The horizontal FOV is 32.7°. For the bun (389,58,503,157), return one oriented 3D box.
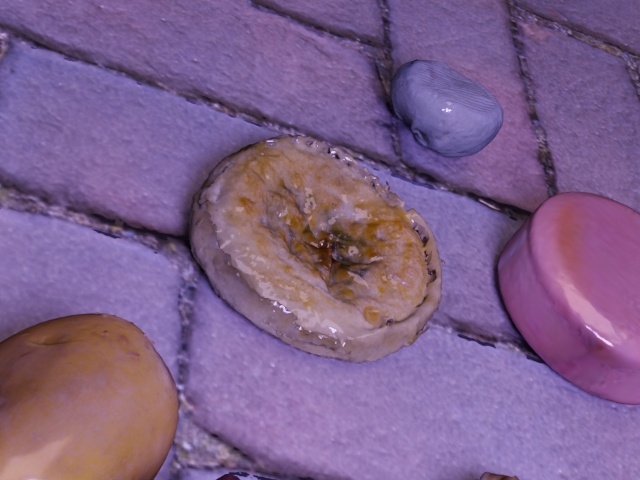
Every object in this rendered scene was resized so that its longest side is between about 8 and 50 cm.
[{"bbox_3d":[0.142,-0.152,1.287,0.140,0.083,0.141,22,32,-15],"label":"bun"}]

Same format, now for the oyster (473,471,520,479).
[{"bbox_3d":[0.196,0.268,0.865,0.223,0.083,0.214,52,10,23],"label":"oyster"}]

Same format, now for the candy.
[{"bbox_3d":[0.316,0.056,1.186,0.255,0.094,0.255,18,43,-18],"label":"candy"}]

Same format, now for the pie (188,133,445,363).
[{"bbox_3d":[0.000,0.000,1.065,0.274,0.055,0.274,18,44,-18],"label":"pie"}]

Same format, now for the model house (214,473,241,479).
[{"bbox_3d":[-0.067,0.272,0.548,0.360,0.297,0.339,-17,68,-40],"label":"model house"}]

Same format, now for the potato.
[{"bbox_3d":[-0.189,0.141,0.738,0.146,0.150,0.234,52,42,-8],"label":"potato"}]
